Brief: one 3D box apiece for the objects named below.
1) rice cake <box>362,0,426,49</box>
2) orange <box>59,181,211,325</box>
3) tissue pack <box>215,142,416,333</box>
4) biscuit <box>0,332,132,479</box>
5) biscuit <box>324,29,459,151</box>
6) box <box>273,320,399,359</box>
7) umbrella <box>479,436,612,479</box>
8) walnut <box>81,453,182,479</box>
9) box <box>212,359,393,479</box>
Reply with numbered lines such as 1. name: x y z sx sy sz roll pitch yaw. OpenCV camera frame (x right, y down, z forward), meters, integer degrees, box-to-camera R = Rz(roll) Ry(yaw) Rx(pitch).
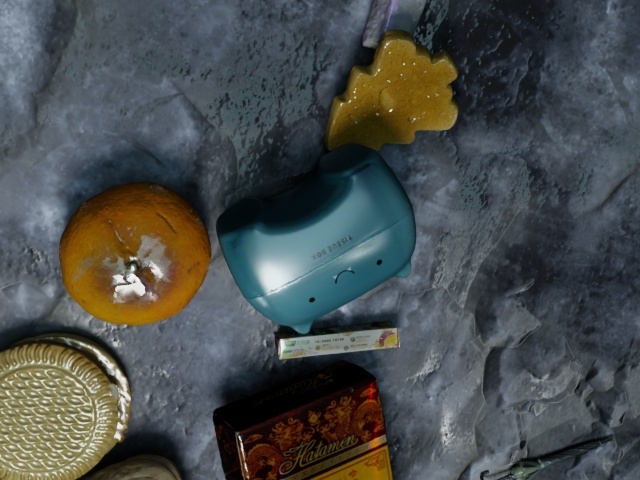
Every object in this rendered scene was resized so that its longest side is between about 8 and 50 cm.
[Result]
1. rice cake: 0.148 -0.463 1.236 0.070 0.064 0.398 10 100 -36
2. orange: -0.274 0.021 1.203 0.224 0.170 0.223 -3 104 -12
3. tissue pack: 0.000 0.000 1.239 0.288 0.198 0.206 -29 110 -6
4. biscuit: -0.429 0.267 1.273 0.259 0.079 0.259 -2 101 -10
5. biscuit: 0.105 -0.217 1.266 0.239 0.041 0.212 -32 135 15
6. box: 0.027 0.168 1.359 0.207 0.050 0.041 -4 102 -11
7. umbrella: 0.426 0.418 1.502 0.269 0.044 0.044 -13 135 -8
8. walnut: -0.317 0.444 1.295 0.231 0.178 0.178 -21 106 6
9. box: -0.008 0.434 1.340 0.264 0.116 0.415 -17 105 -25
